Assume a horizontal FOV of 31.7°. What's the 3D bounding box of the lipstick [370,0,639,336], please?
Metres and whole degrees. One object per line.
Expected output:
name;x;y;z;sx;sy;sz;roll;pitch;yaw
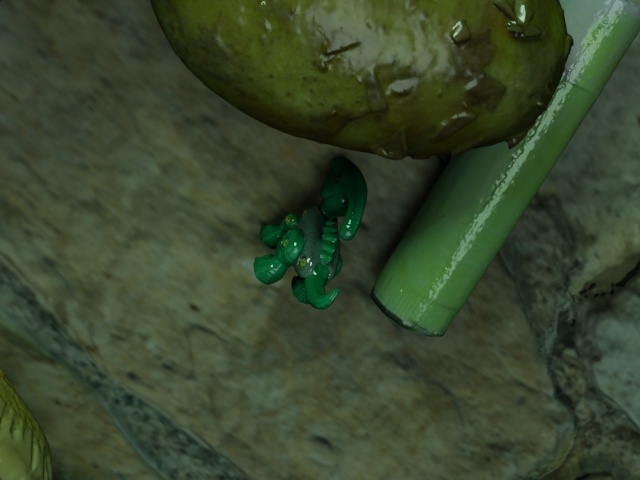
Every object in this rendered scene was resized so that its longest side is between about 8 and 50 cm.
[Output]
lipstick;0.141;-0.061;0.880;0.076;0.076;0.304;21;110;-25

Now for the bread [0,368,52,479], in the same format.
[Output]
bread;-0.310;0.130;0.839;0.140;0.106;0.236;-34;122;6

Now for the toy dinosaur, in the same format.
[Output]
toy dinosaur;0.000;0.000;0.853;0.059;0.132;0.096;27;131;-28

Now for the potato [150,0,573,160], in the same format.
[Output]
potato;0.031;-0.148;0.758;0.298;0.141;0.176;9;98;-19
